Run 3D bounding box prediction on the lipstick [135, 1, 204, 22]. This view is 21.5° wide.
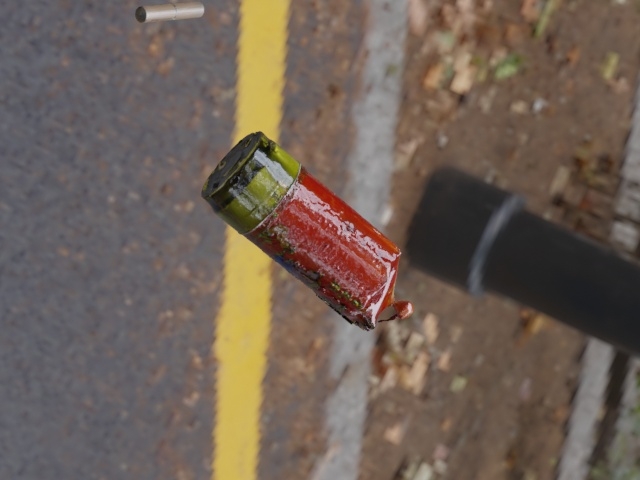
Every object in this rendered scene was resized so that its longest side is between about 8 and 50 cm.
[{"bbox_3d":[-0.164,-0.249,1.842,0.094,0.019,0.019,-15,126,-50],"label":"lipstick"}]

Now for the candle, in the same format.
[{"bbox_3d":[0.000,0.000,0.895,0.052,0.131,0.052,-45,-163,18],"label":"candle"}]
